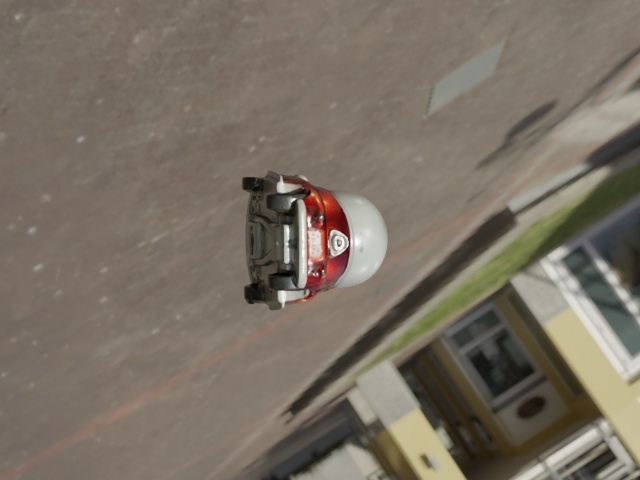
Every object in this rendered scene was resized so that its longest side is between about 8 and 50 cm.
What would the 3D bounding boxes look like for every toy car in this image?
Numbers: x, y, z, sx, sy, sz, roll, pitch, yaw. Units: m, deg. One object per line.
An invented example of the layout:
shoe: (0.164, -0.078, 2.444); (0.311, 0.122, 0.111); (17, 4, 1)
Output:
toy car: (0.000, 0.000, 0.805); (0.112, 0.112, 0.139); (-1, -177, -18)
